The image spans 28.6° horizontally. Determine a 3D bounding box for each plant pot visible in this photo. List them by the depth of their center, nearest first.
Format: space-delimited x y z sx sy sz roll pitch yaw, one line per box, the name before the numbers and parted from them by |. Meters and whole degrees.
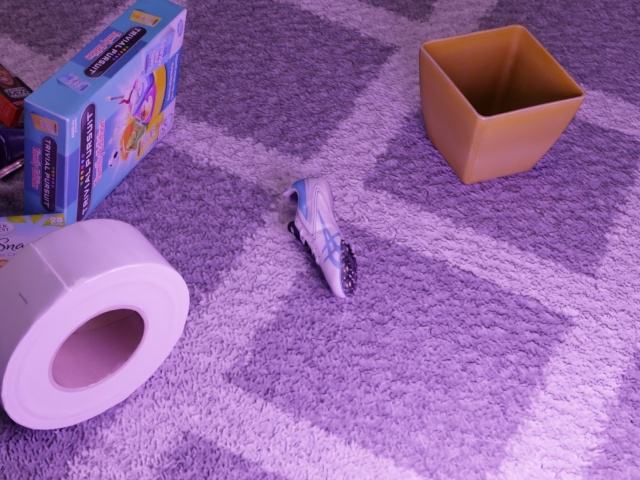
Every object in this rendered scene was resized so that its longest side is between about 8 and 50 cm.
plant pot | 0.292 -0.221 2.152 0.212 0.187 0.212 -15 50 -22

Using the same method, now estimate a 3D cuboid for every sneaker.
sneaker | 0.000 0.000 1.962 0.086 0.085 0.237 -22 51 5

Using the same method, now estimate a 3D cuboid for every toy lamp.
toy lamp | -0.566 -0.123 1.943 0.080 0.080 0.275 37 33 25

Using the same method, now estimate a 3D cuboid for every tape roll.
tape roll | -0.314 0.110 1.636 0.286 0.286 0.100 -25 55 -30

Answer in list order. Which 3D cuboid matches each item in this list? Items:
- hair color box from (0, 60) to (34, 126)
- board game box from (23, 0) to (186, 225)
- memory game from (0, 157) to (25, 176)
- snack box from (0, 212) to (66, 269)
hair color box | -0.537 -0.252 2.108 0.141 0.043 0.072 40 31 18
board game box | -0.335 -0.196 1.964 0.079 0.253 0.336 25 46 11
memory game | -0.520 -0.078 1.889 0.186 0.186 0.012 -37 101 -37
snack box | -0.469 0.047 1.825 0.207 0.070 0.174 -3 46 -14
